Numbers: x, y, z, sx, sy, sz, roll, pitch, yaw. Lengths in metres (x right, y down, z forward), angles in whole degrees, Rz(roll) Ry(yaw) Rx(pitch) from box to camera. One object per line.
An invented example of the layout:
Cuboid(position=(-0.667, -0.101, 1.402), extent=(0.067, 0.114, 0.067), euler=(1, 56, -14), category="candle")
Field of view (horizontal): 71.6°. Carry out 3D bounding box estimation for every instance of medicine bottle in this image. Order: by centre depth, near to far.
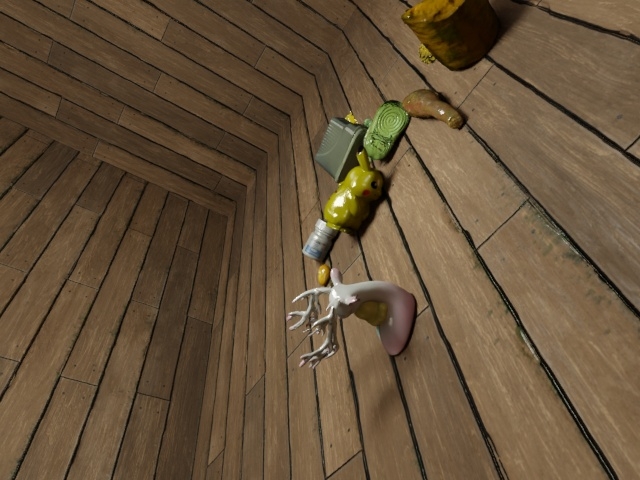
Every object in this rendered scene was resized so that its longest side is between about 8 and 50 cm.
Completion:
Cuboid(position=(0.000, 0.000, 1.926), extent=(0.168, 0.105, 0.105), euler=(-63, 23, 5), category="medicine bottle")

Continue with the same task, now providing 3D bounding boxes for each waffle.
Cuboid(position=(0.479, -0.833, 1.807), extent=(0.228, 0.051, 0.231), euler=(-59, 22, 21), category="waffle")

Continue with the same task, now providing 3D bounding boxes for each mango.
Cuboid(position=(0.013, 0.143, 1.827), extent=(0.060, 0.046, 0.089), euler=(-27, 48, 55), category="mango")

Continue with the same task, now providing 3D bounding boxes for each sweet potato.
Cuboid(position=(0.388, -0.478, 1.579), extent=(0.109, 0.109, 0.385), euler=(-60, 24, 13), category="sweet potato")

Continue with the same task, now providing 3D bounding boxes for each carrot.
Cuboid(position=(0.440, -0.739, 1.487), extent=(0.242, 0.341, 0.241), euler=(-24, 53, 37), category="carrot")

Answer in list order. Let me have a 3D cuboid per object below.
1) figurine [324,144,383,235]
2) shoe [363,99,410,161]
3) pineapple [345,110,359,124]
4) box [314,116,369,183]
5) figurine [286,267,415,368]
Cuboid(position=(0.142, -0.178, 1.736), extent=(0.169, 0.218, 0.326), euler=(42, 102, 24), category="figurine")
Cuboid(position=(0.248, -0.444, 1.793), extent=(0.262, 0.140, 0.128), euler=(-65, 18, -6), category="shoe")
Cuboid(position=(0.134, -0.458, 2.138), extent=(0.249, 0.140, 0.164), euler=(-54, -21, -2), category="pineapple")
Cuboid(position=(0.097, -0.410, 1.956), extent=(0.178, 0.138, 0.274), euler=(43, 125, 29), category="box")
Cuboid(position=(0.080, 0.231, 1.252), extent=(0.284, 0.316, 0.206), euler=(-59, 18, 17), category="figurine")
